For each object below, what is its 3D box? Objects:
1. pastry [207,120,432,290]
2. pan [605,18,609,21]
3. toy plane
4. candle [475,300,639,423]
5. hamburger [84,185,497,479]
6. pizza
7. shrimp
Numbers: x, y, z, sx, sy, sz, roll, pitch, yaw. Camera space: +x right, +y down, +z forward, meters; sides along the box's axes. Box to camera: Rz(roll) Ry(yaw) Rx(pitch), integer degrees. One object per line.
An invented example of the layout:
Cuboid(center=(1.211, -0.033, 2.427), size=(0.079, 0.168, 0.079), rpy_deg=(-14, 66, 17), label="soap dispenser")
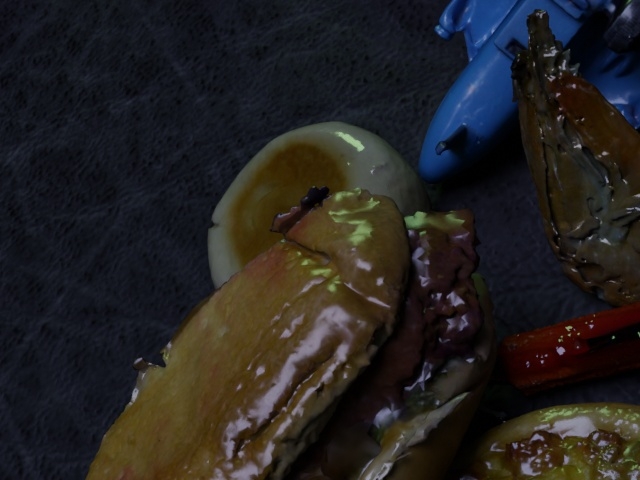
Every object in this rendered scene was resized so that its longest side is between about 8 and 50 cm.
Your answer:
Cuboid(center=(0.000, 0.000, 0.829), size=(0.156, 0.092, 0.156), rpy_deg=(-16, 54, 24), label="pastry")
Cuboid(center=(0.237, -0.198, 0.816), size=(0.212, 0.040, 0.115), rpy_deg=(-18, 61, 25), label="pan")
Cuboid(center=(0.143, -0.136, 0.779), size=(0.254, 0.105, 0.271), rpy_deg=(40, 109, 6), label="toy plane")
Cuboid(center=(0.150, 0.067, 0.728), size=(0.162, 0.053, 0.048), rpy_deg=(-19, 97, 31), label="candle")
Cuboid(center=(-0.024, 0.125, 0.713), size=(0.282, 0.155, 0.245), rpy_deg=(-31, 36, 36), label="hamburger")
Cuboid(center=(0.136, 0.149, 0.684), size=(0.175, 0.046, 0.134), rpy_deg=(-25, 54, 20), label="pizza")
Cuboid(center=(0.154, -0.046, 0.722), size=(0.091, 0.184, 0.043), rpy_deg=(-20, 12, 38), label="shrimp")
